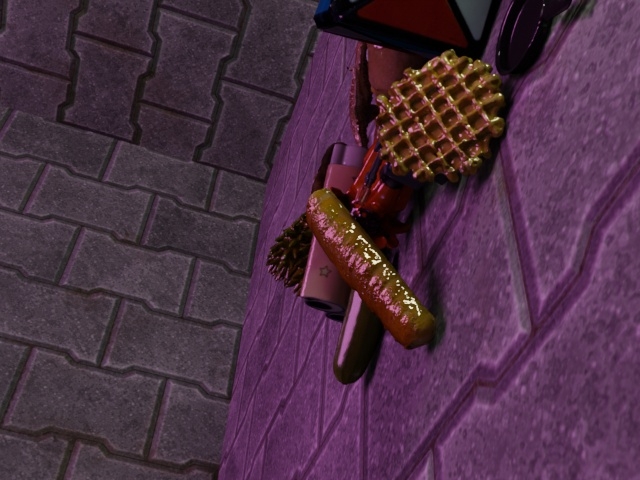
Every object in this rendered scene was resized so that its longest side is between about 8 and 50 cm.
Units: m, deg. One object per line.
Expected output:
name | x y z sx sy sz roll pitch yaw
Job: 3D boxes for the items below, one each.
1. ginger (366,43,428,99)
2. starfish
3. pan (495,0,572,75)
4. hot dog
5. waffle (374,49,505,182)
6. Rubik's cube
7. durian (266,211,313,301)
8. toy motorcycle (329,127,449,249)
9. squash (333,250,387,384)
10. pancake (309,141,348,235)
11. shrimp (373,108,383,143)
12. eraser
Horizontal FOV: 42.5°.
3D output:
ginger | 0.139 -0.369 1.530 0.138 0.152 0.267 -96 -8 -60
starfish | 0.089 -0.304 1.719 0.302 0.060 0.299 -60 -31 -66
pan | 0.268 -0.271 1.007 0.235 0.028 0.136 -136 61 -83
hot dog | 0.062 0.038 1.156 0.289 0.068 0.083 54 173 32
waffle | 0.159 -0.162 1.097 0.038 0.191 0.191 27 -104 -61
Rubik's cube | 0.145 -0.431 1.310 0.246 0.249 0.249 -122 46 -77
durian | 0.008 0.007 1.923 0.198 0.163 0.394 -26 -28 -48
toy motorcycle | 0.112 -0.101 1.285 0.326 0.147 0.221 135 159 -73
squash | 0.075 0.117 1.364 0.066 0.066 0.252 160 125 -78
pancake | 0.041 -0.068 1.571 0.250 0.031 0.250 -1 -88 -63
shrimp | 0.133 -0.231 1.644 0.101 0.042 0.190 125 156 -85
eraser | 0.056 -0.008 1.473 0.171 0.087 0.291 38 -121 -52
